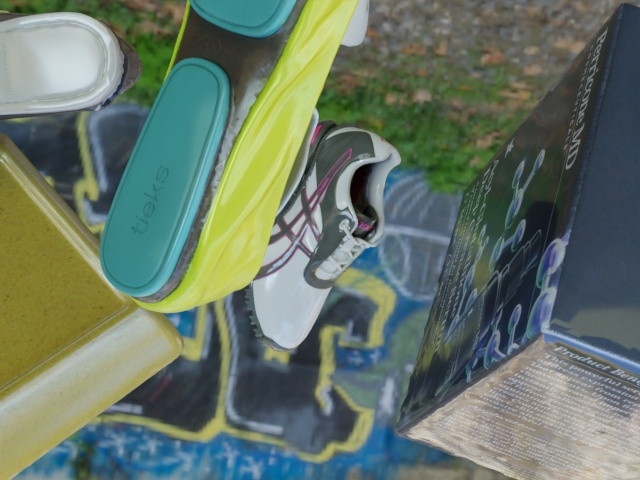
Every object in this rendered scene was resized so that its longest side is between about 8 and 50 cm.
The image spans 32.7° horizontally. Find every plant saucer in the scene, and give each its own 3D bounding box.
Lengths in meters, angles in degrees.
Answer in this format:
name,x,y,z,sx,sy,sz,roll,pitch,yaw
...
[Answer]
name,x,y,z,sx,sy,sz,roll,pitch,yaw
plant saucer,-0.341,0.052,1.065,0.333,0.333,0.081,-36,170,-39

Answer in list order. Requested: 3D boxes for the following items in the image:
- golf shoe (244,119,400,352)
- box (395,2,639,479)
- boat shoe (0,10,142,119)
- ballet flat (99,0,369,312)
name,x,y,z,sx,sy,sz,roll,pitch,yaw
golf shoe,0.000,0.000,1.220,0.105,0.273,0.120,16,-179,-45
box,0.249,0.039,0.975,0.212,0.293,0.395,21,156,-4
boat shoe,-0.331,-0.164,1.025,0.324,0.116,0.097,0,-175,10
ballet flat,-0.022,-0.075,0.447,0.077,0.231,0.077,6,-160,-48
